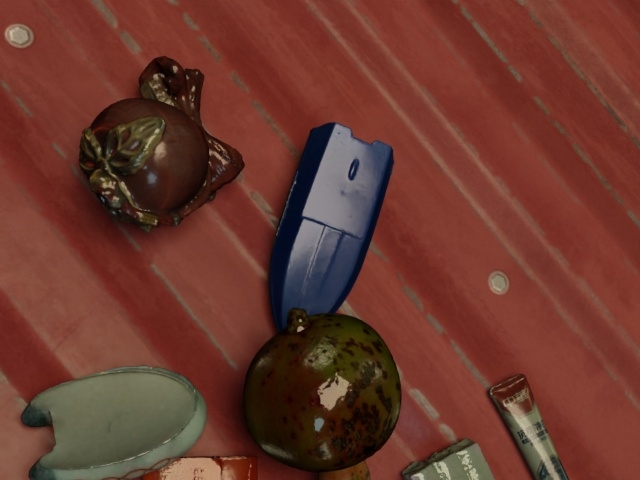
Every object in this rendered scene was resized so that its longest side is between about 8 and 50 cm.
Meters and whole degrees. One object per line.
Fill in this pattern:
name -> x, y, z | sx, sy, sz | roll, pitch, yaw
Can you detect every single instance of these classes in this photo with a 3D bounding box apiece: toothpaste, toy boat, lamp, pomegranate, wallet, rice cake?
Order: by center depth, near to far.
toy boat -> -0.233, 0.217, 1.053 | 0.207, 0.079, 0.134 | -13, 47, -17
wallet -> -0.138, 0.354, 1.065 | 0.142, 0.045, 0.205 | 3, 72, -18
pomegranate -> -0.005, 0.207, 1.105 | 0.198, 0.198, 0.246 | 10, 110, -18
lamp -> -0.215, -0.116, 1.144 | 0.215, 0.151, 0.223 | 66, 21, 1
rice cake -> 0.205, 0.384, 1.189 | 0.127, 0.043, 0.237 | -19, 81, -24
toy boat -> 0.000, 0.000, 1.218 | 0.129, 0.088, 0.295 | 21, 78, -14
toothpaste -> 0.307, 0.302, 1.260 | 0.062, 0.039, 0.239 | -21, 80, -18
